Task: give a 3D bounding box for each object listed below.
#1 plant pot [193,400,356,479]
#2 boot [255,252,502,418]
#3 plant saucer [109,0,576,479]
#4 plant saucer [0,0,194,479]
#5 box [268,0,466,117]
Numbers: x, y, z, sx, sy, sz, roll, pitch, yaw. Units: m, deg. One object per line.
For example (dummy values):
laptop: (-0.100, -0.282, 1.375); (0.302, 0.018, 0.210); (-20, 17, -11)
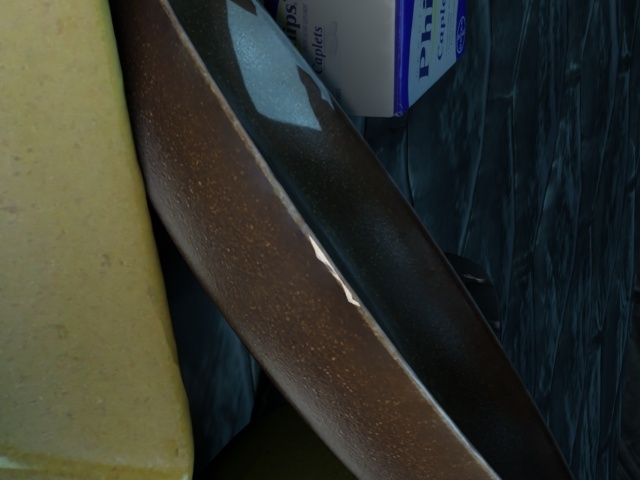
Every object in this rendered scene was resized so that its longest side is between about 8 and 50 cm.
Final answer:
plant pot: (0.009, 0.202, 0.786); (0.293, 0.275, 0.274); (-84, 173, -60)
boot: (0.025, 0.176, 1.062); (0.223, 0.118, 0.338); (35, 75, -75)
plant saucer: (0.000, 0.000, 0.715); (0.310, 0.050, 0.310); (52, 9, -12)
plant saucer: (-0.142, 0.063, 0.472); (0.333, 0.081, 0.332); (-65, 157, -46)
box: (0.027, -0.140, 0.963); (0.137, 0.072, 0.126); (-47, 140, -62)
